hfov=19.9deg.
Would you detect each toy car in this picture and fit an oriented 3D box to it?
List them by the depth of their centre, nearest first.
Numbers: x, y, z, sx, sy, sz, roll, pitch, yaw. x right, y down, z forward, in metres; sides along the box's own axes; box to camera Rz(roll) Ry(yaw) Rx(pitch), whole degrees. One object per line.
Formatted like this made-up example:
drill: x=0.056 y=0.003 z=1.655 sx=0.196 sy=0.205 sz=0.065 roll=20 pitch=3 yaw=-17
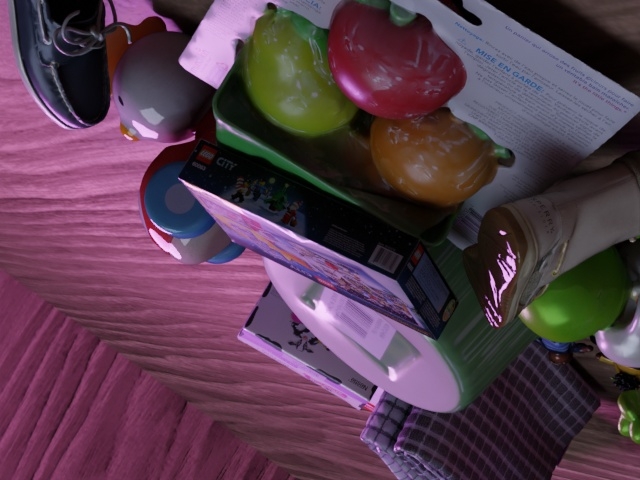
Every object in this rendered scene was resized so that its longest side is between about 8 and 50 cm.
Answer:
toy car: x=-0.146 y=-0.118 z=1.833 sx=0.238 sy=0.210 sz=0.219 roll=40 pitch=178 yaw=11

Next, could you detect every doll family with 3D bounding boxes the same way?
doll family: x=0.305 y=0.113 z=1.939 sx=0.193 sy=0.076 sz=0.111 roll=28 pitch=169 yaw=26

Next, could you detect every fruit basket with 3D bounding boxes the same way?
fruit basket: x=0.062 y=-0.139 z=1.518 sx=0.327 sy=0.165 sz=0.353 roll=31 pitch=149 yaw=-5

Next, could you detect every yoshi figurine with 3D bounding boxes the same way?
yoshi figurine: x=0.297 y=0.060 z=1.599 sx=0.362 sy=0.203 sz=0.203 roll=10 pitch=138 yaw=57

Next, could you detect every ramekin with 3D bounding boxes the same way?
ramekin: x=0.083 y=0.036 z=1.841 sx=0.303 sy=0.148 sz=0.303 roll=37 pitch=161 yaw=15

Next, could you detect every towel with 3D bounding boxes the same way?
towel: x=0.195 y=0.207 z=2.123 sx=0.121 sy=0.235 sz=0.283 roll=7 pitch=153 yaw=41

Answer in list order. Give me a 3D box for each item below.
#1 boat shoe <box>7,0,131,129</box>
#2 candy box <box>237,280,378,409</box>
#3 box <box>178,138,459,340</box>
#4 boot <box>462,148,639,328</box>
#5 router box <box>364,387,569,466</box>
boat shoe: x=-0.241 y=-0.218 z=1.732 sx=0.079 sy=0.095 sz=0.254 roll=11 pitch=122 yaw=35
candy box: x=0.026 y=0.064 z=2.044 sx=0.165 sy=0.196 sz=0.070 roll=30 pitch=164 yaw=-2
box: x=0.000 y=0.000 z=1.628 sx=0.233 sy=0.044 sz=0.159 roll=25 pitch=168 yaw=24
boot: x=0.211 y=-0.003 z=1.544 sx=0.077 sy=0.165 sz=0.213 roll=62 pitch=168 yaw=16
router box: x=0.153 y=0.201 z=2.449 sx=0.335 sy=0.082 sz=0.301 roll=31 pitch=164 yaw=-1
